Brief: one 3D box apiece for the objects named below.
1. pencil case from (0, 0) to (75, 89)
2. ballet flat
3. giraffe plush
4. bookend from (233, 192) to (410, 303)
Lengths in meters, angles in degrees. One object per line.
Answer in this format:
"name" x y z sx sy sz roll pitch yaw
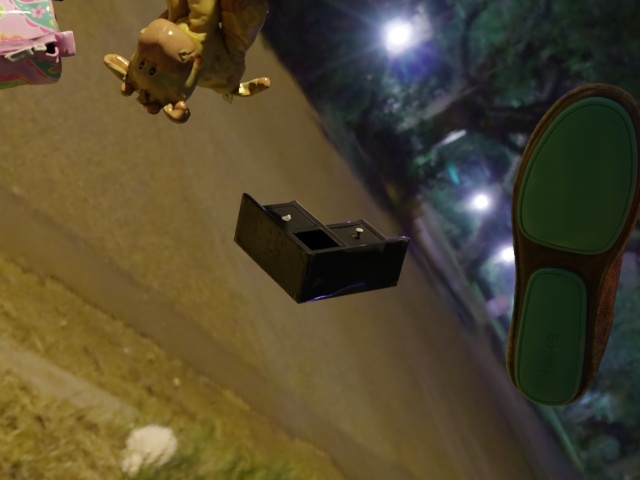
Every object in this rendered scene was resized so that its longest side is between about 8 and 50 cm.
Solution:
"pencil case" -0.440 -0.226 1.288 0.124 0.284 0.124 33 -52 55
"ballet flat" 0.247 -0.001 1.073 0.123 0.123 0.349 -108 -162 -60
"giraffe plush" -0.181 -0.241 1.412 0.181 0.170 0.210 17 -53 36
"bookend" 0.000 0.000 1.388 0.156 0.157 0.072 42 -52 43
